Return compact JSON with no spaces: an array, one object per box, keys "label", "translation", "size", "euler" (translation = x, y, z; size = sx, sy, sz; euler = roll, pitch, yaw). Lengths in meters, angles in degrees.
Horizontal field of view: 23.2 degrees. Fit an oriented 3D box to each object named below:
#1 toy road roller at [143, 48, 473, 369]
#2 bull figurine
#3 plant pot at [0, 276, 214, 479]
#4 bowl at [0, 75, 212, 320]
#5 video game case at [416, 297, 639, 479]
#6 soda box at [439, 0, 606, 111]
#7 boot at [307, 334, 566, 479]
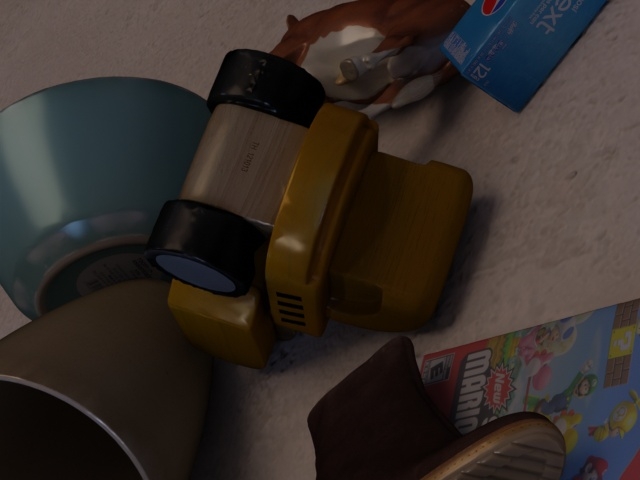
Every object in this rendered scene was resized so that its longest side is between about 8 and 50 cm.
[{"label":"toy road roller","translation":[0.000,0.000,1.378],"size":[0.329,0.240,0.202],"euler":[85,-155,-71]},{"label":"bull figurine","translation":[0.020,-0.171,1.517],"size":[0.310,0.101,0.188],"euler":[-8,27,50]},{"label":"plant pot","translation":[-0.213,0.157,1.487],"size":[0.256,0.256,0.274],"euler":[-38,11,35]},{"label":"bowl","translation":[-0.226,-0.009,1.647],"size":[0.311,0.311,0.163],"euler":[-41,50,32]},{"label":"video game case","translation":[0.146,0.152,1.113],"size":[0.285,0.025,0.204],"euler":[-21,46,50]},{"label":"soda box","translation":[0.199,-0.219,1.342],"size":[0.210,0.071,0.067],"euler":[-52,27,14]},{"label":"boot","translation":[0.068,0.141,1.127],"size":[0.248,0.090,0.207],"euler":[-46,32,32]}]
